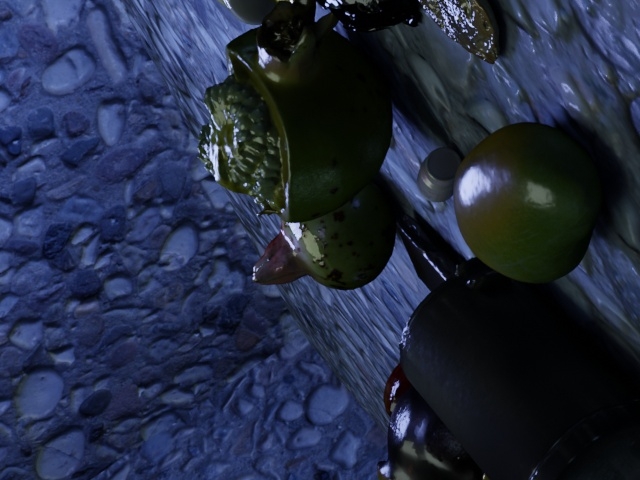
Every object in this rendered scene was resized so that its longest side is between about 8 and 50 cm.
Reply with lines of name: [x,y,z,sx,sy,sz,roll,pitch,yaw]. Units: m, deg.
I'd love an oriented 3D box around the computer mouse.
computer mouse: [0.027,-0.289,1.504,0.146,0.078,0.242,62,170,-28]

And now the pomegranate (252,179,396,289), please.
pomegranate: [0.000,0.000,2.165,0.214,0.248,0.214,56,178,3]

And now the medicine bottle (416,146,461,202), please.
medicine bottle: [0.147,-0.082,1.688,0.052,0.052,0.089,54,171,10]

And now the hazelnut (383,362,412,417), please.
hazelnut: [0.186,0.284,2.451,0.160,0.170,0.202,57,161,2]

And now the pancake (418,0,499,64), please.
pancake: [0.127,-0.233,1.323,0.151,0.025,0.151,53,170,14]

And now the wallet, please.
wallet: [0.214,0.089,2.002,0.309,0.042,0.165,50,171,42]

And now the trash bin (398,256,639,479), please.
trash bin: [0.251,0.193,1.636,0.301,0.203,0.252,49,141,42]

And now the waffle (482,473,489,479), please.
waffle: [0.369,0.384,1.814,0.324,0.151,0.261,54,157,10]

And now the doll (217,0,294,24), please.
doll: [-0.129,-0.371,1.834,0.296,0.117,0.141,32,163,44]

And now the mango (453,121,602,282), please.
mango: [0.202,-0.038,1.346,0.156,0.114,0.251,61,174,11]

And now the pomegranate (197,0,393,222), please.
pomegranate: [-0.029,-0.174,1.725,0.260,0.260,0.340,52,154,23]

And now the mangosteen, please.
mangosteen: [0.219,0.343,2.142,0.233,0.288,0.287,-93,-21,-53]
